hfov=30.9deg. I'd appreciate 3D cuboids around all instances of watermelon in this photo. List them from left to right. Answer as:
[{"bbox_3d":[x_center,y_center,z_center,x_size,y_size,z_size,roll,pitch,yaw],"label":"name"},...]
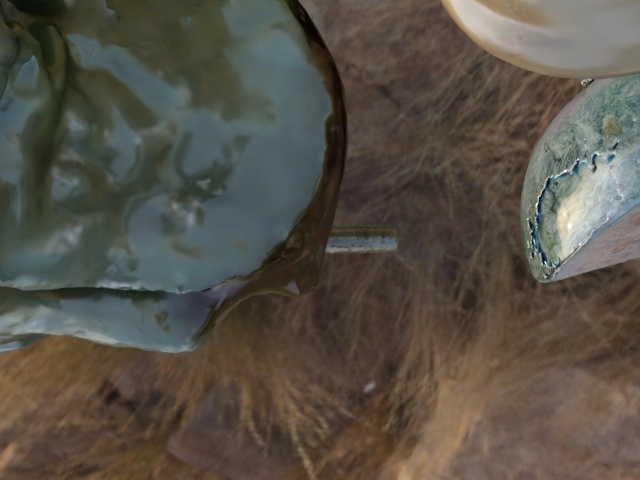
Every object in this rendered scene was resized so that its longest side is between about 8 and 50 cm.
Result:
[{"bbox_3d":[0.263,-0.084,1.029,0.322,0.188,0.175,-48,59,49],"label":"watermelon"}]

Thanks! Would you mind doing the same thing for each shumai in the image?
[{"bbox_3d":[-0.132,-0.032,0.477,0.263,0.309,0.304,19,121,-22],"label":"shumai"}]

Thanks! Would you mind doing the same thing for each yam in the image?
[{"bbox_3d":[0.000,0.000,0.803,0.116,0.021,0.021,-1,136,-21],"label":"yam"}]

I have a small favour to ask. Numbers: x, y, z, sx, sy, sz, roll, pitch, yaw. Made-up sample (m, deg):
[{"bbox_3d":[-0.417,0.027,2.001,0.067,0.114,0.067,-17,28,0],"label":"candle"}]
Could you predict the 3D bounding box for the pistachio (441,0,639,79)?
[{"bbox_3d":[0.213,-0.214,0.701,0.226,0.331,0.208,24,129,57],"label":"pistachio"}]
